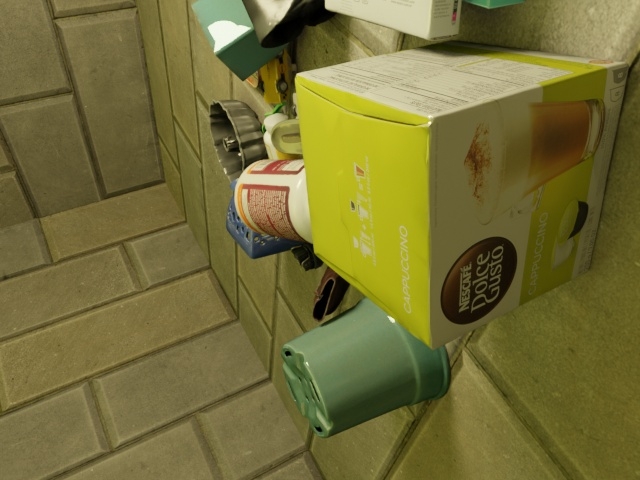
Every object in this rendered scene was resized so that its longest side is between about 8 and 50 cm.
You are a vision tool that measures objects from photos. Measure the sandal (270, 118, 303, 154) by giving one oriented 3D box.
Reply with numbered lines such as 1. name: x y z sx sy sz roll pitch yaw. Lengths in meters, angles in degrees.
1. sandal: -0.011 -0.264 1.366 0.303 0.086 0.120 -4 109 34

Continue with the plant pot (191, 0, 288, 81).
1. plant pot: -0.169 -0.566 1.374 0.165 0.234 0.166 64 -168 14

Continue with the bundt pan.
1. bundt pan: -0.296 -0.369 1.977 0.331 0.124 0.330 48 149 41

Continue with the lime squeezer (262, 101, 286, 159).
1. lime squeezer: -0.157 -0.367 1.724 0.310 0.059 0.109 112 163 -56

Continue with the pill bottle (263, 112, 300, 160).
1. pill bottle: -0.115 -0.288 1.633 0.103 0.103 0.184 46 157 44

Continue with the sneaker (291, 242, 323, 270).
1. sneaker: 0.001 0.002 1.573 0.086 0.164 0.226 57 152 32

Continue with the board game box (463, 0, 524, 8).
1. board game box: 0.208 -0.543 0.776 0.254 0.079 0.336 45 147 45

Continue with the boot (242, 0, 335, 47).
1. boot: -0.207 -0.641 1.259 0.445 0.367 0.146 60 -162 3

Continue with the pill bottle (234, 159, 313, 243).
1. pill bottle: -0.040 -0.107 1.441 0.392 0.224 0.224 11 119 50

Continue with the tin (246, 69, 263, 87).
1. tin: -0.234 -0.579 1.783 0.189 0.040 0.106 48 145 42

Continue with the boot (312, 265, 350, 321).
1. boot: 0.051 0.092 1.429 0.207 0.090 0.248 -23 -44 -84

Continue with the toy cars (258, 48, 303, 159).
1. toy cars: -0.066 -0.402 1.497 0.393 0.087 0.176 59 144 13

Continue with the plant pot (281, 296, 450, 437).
1. plant pot: 0.098 0.324 1.398 0.341 0.334 0.341 46 146 44

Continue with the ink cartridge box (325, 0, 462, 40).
1. ink cartridge box: 0.108 -0.513 0.836 0.324 0.072 0.330 46 144 48

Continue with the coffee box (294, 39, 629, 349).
1. coffee box: 0.192 -0.101 0.840 0.338 0.335 0.337 38 142 51

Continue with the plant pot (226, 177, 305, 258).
1. plant pot: -0.176 -0.101 1.801 0.236 0.236 0.212 44 141 47
